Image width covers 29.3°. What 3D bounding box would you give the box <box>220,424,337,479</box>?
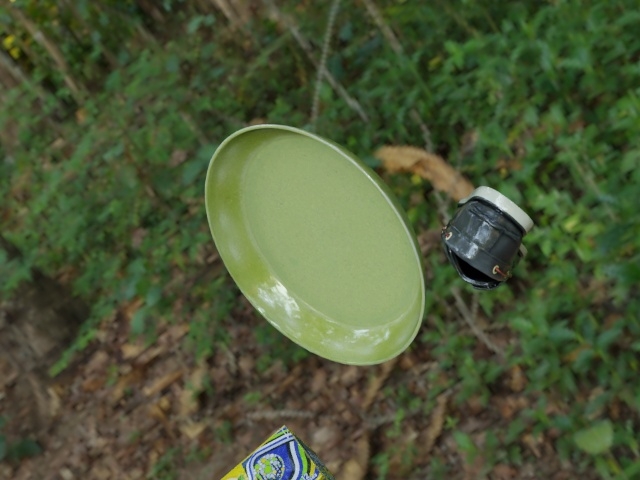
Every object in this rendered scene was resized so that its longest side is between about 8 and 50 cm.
[{"bbox_3d":[-0.065,0.214,0.877,0.169,0.059,0.054,-41,52,-2],"label":"box"}]

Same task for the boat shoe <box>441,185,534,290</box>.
[{"bbox_3d":[0.088,0.003,0.677,0.042,0.049,0.133,-54,-8,-2],"label":"boat shoe"}]

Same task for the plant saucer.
[{"bbox_3d":[0.000,0.000,1.078,0.241,0.241,0.037,-15,18,48],"label":"plant saucer"}]
